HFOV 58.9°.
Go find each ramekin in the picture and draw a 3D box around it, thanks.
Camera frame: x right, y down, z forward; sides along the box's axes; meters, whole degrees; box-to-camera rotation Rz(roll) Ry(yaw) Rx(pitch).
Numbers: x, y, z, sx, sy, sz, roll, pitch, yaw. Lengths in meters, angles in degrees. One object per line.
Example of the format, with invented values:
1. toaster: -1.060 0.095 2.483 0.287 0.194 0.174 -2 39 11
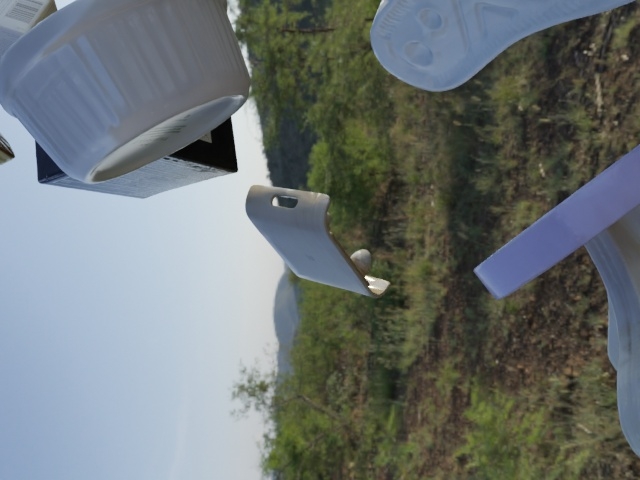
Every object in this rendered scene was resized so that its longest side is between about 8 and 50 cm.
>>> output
1. ramekin: -0.203 -0.170 0.644 0.127 0.272 0.273 60 -176 -6

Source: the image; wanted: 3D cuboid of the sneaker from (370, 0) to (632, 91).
1. sneaker: 0.165 -0.251 0.367 0.236 0.130 0.322 -60 14 -17

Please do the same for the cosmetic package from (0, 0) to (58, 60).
1. cosmetic package: -0.769 -0.533 1.462 0.184 0.151 0.151 110 176 -60

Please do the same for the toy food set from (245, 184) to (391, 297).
1. toy food set: 0.000 0.000 1.187 0.092 0.219 0.306 -58 -44 -22

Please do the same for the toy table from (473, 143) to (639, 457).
1. toy table: 0.257 0.007 0.393 0.161 0.274 0.252 54 169 12

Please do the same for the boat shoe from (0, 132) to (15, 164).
1. boat shoe: -0.612 -0.188 0.877 0.109 0.098 0.302 53 175 21

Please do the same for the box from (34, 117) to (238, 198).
1. box: -0.386 -0.216 1.205 0.296 0.293 0.183 6 -106 -63
